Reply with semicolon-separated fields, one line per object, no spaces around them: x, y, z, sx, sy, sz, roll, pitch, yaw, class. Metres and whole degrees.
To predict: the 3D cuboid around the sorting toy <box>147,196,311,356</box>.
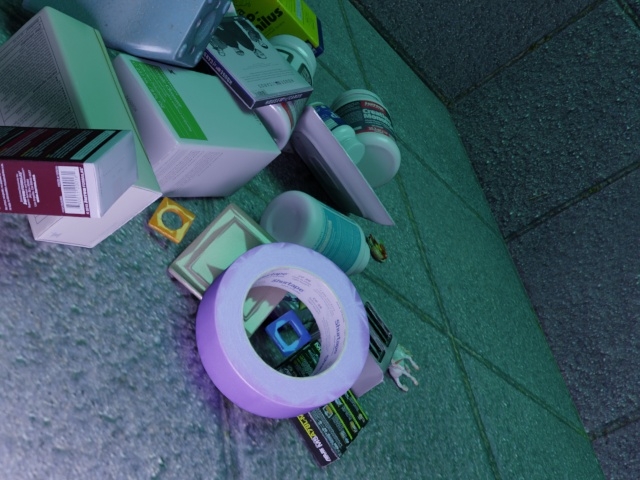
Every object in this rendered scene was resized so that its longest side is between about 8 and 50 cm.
-0.146;0.052;1.375;0.348;0.047;0.196;43;54;-4;sorting toy

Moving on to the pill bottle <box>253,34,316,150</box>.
-0.108;-0.323;1.735;0.161;0.161;0.283;47;38;-23;pill bottle

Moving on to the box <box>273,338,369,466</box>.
-0.002;0.289;1.441;0.190;0.045;0.184;57;20;3;box

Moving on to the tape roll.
-0.059;0.145;1.291;0.275;0.090;0.274;12;62;-25;tape roll

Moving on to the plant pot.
-0.302;-0.428;1.369;0.252;0.247;0.247;32;9;1;plant pot

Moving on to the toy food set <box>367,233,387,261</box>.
0.155;0.020;2.156;0.083;0.020;0.082;21;41;-55;toy food set

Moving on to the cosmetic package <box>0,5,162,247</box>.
-0.367;-0.163;1.154;0.113;0.160;0.309;13;49;-60;cosmetic package

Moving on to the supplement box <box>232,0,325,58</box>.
-0.177;-0.608;2.100;0.356;0.194;0.195;42;26;-31;supplement box

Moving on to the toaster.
0.063;0.205;1.600;0.185;0.110;0.168;55;21;-4;toaster

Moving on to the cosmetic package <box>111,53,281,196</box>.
-0.252;-0.194;1.437;0.196;0.155;0.366;55;23;10;cosmetic package

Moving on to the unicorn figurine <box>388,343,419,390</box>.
0.182;0.287;1.815;0.111;0.060;0.162;48;7;-19;unicorn figurine

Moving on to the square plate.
0.021;-0.181;1.955;0.344;0.049;0.347;53;-6;-16;square plate

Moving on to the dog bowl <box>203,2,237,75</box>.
-0.248;-0.516;1.812;0.265;0.104;0.264;160;-90;-89;dog bowl

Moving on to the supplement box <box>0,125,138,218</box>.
-0.361;-0.088;0.969;0.130;0.240;0.073;-70;162;-63;supplement box

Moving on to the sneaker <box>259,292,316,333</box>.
-0.069;0.145;1.472;0.224;0.083;0.098;19;52;-40;sneaker

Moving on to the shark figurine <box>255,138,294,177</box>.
-0.128;-0.263;1.846;0.166;0.116;0.278;53;20;-5;shark figurine

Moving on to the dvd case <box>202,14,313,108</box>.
-0.148;-0.364;1.599;0.238;0.029;0.179;49;40;16;dvd case

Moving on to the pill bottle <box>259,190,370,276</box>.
0.000;0.000;1.700;0.264;0.146;0.146;27;36;-50;pill bottle

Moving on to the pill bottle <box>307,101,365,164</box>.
0.028;-0.275;2.107;0.186;0.112;0.112;45;15;29;pill bottle

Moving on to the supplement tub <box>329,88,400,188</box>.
0.119;-0.294;2.286;0.191;0.191;0.272;40;27;-35;supplement tub
